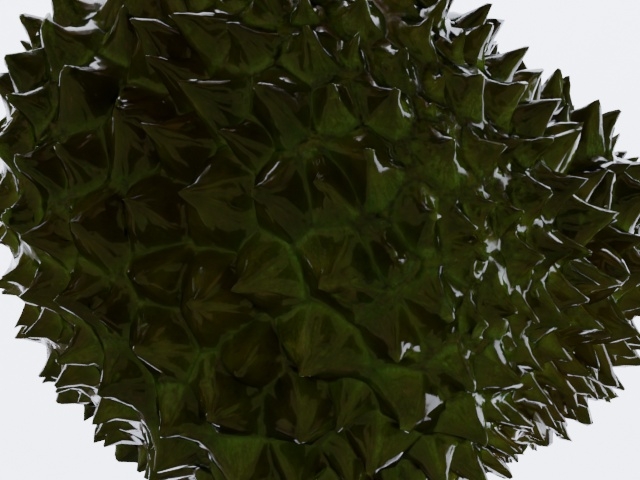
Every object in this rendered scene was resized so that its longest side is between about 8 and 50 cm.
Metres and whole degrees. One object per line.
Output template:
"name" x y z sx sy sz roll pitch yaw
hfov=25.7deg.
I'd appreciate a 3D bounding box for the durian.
"durian" -0.001 0.003 0.559 0.291 0.291 0.225 22 -102 5
